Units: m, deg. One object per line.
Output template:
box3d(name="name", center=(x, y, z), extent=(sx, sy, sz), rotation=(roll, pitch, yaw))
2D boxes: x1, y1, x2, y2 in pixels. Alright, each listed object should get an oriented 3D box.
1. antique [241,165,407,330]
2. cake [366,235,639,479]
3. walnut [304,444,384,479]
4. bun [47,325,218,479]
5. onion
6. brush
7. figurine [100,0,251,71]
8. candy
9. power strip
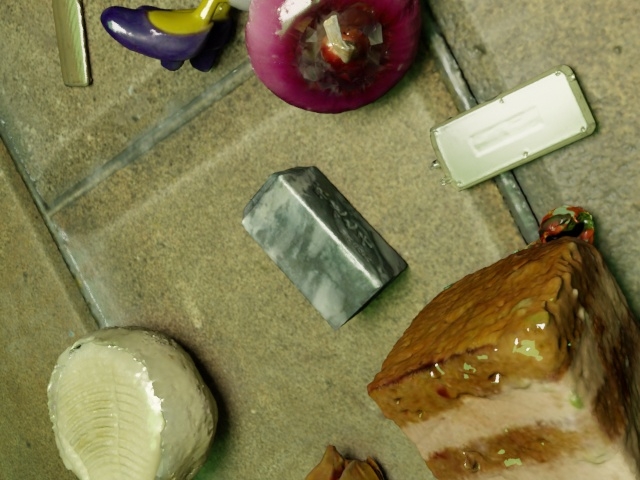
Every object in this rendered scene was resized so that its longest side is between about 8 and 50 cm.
box3d(name="antique", center=(0.000, 0.000, 0.764), extent=(0.183, 0.088, 0.086), rotation=(47, 119, 8))
box3d(name="cake", center=(0.219, 0.170, 0.619), extent=(0.199, 0.196, 0.293), rotation=(-31, 97, 37))
box3d(name="walnut", center=(0.037, 0.379, 0.831), extent=(0.137, 0.137, 0.245), rotation=(-11, 98, 30))
box3d(name="bun", center=(-0.252, 0.235, 0.930), extent=(0.260, 0.152, 0.259), rotation=(2, 93, 32))
box3d(name="onion", center=(0.013, -0.209, 0.652), extent=(0.177, 0.177, 0.153), rotation=(-44, 60, 30))
box3d(name="brush", center=(-0.353, -0.350, 0.880), extent=(0.054, 0.048, 0.282), rotation=(6, 108, 30))
box3d(name="figurine", center=(-0.072, -0.352, 0.665), extent=(0.193, 0.154, 0.420), rotation=(24, 120, -1))
box3d(name="candy", center=(0.203, 0.019, 0.694), extent=(0.185, 0.049, 0.055), rotation=(-33, 57, 39))
box3d(name="power strip", center=(0.185, -0.109, 0.668), extent=(0.169, 0.028, 0.076), rotation=(-23, 93, 29))
